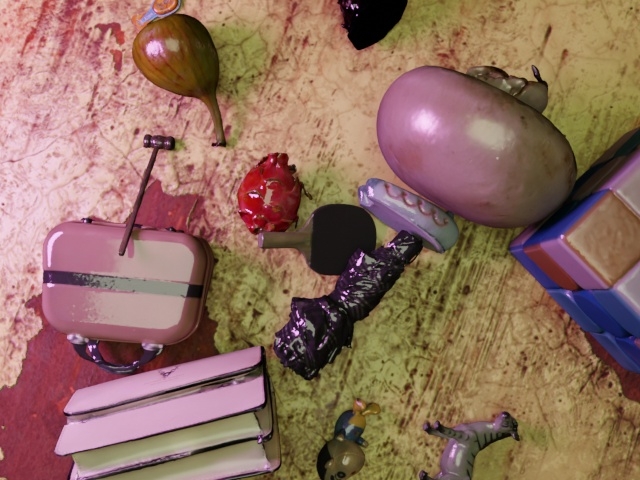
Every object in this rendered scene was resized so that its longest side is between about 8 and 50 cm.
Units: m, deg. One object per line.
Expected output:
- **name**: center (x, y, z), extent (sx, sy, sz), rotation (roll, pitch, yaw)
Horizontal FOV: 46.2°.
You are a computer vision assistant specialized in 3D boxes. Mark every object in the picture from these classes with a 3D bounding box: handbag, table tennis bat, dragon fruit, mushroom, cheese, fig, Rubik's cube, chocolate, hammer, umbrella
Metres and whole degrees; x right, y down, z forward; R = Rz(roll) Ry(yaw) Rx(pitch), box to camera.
- **handbag**: center (-0.259, 0.314, 1.331), extent (0.359, 0.236, 0.160), rotation (-13, 111, -1)
- **table tennis bat**: center (0.000, 0.000, 1.397), extent (0.247, 0.022, 0.138), rotation (-1, 99, -28)
- **dragon fruit**: center (-0.096, -0.084, 1.411), extent (0.136, 0.133, 0.165), rotation (4, 94, -39)
- **mushroom**: center (0.279, -0.189, 1.293), extent (0.362, 0.362, 0.294), rotation (30, 94, 2)
- **cheese**: center (-0.322, -0.454, 1.481), extent (0.111, 0.017, 0.047), rotation (-38, 85, -1)
- **handbag**: center (-0.358, 0.108, 1.388), extent (0.302, 0.149, 0.283), rotation (6, 89, -1)
- **fig**: center (-0.241, -0.298, 1.413), extent (0.151, 0.151, 0.259), rotation (-31, 91, -2)
- **Rubik's cube**: center (0.592, 0.011, 1.293), extent (0.347, 0.346, 0.344), rotation (-42, 87, -3)
- **chocolate**: center (0.076, -0.466, 1.438), extent (0.156, 0.156, 0.133), rotation (-42, 69, -2)
- **hammer**: center (-0.326, -0.088, 1.379), extent (0.058, 0.029, 0.292), rotation (5, 52, 3)
- **umbrella**: center (0.042, 0.100, 1.379), extent (0.336, 0.154, 0.128), rotation (-53, 47, 3)

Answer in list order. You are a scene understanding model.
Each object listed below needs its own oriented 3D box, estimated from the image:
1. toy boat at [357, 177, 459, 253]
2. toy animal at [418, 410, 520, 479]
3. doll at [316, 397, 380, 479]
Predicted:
- **toy boat**: center (0.169, -0.057, 1.402), extent (0.208, 0.134, 0.079), rotation (32, 78, -2)
- **toy animal**: center (0.269, 0.404, 1.410), extent (0.176, 0.073, 0.216), rotation (19, 91, -14)
- **doll**: center (0.052, 0.385, 1.406), extent (0.089, 0.102, 0.179), rotation (30, 91, 44)
